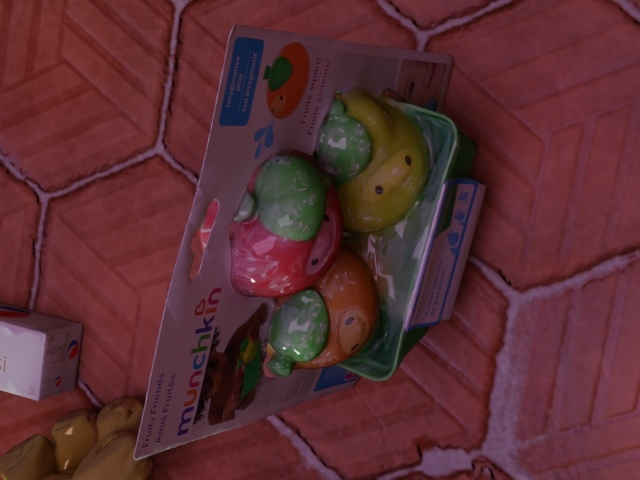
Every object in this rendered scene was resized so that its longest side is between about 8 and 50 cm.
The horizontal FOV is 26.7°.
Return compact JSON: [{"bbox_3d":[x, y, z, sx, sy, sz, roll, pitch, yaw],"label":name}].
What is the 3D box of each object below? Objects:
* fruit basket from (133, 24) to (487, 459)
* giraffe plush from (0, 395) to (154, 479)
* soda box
[{"bbox_3d":[0.000,0.000,1.083,0.165,0.353,0.327,19,102,22],"label":"fruit basket"},{"bbox_3d":[-0.217,0.284,1.326,0.181,0.210,0.170,-20,116,21],"label":"giraffe plush"},{"bbox_3d":[-0.359,0.103,1.409,0.216,0.069,0.074,12,100,23],"label":"soda box"}]
